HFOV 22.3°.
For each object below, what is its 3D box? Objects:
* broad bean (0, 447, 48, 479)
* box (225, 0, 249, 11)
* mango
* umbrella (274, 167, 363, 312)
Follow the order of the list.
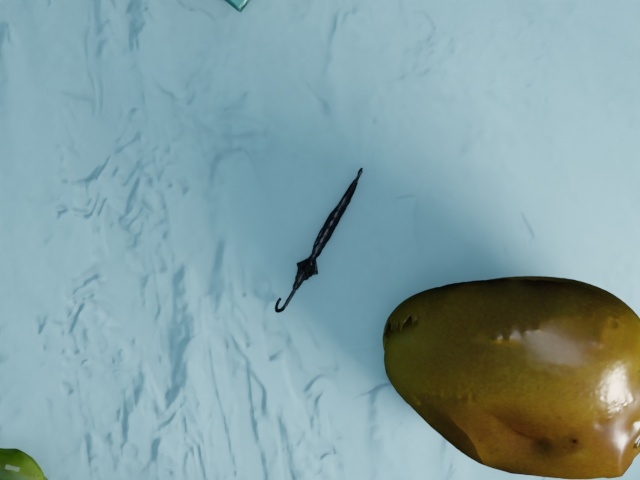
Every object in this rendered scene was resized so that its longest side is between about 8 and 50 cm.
[{"bbox_3d":[-0.298,0.258,1.396,0.124,0.082,0.174,41,88,-4],"label":"broad bean"},{"bbox_3d":[-0.061,-0.338,1.415,0.162,0.041,0.229,38,90,-2],"label":"box"},{"bbox_3d":[0.167,0.099,1.377,0.236,0.166,0.136,0,47,18],"label":"mango"},{"bbox_3d":[0.002,0.001,1.432,0.022,0.022,0.149,32,90,-28],"label":"umbrella"}]
